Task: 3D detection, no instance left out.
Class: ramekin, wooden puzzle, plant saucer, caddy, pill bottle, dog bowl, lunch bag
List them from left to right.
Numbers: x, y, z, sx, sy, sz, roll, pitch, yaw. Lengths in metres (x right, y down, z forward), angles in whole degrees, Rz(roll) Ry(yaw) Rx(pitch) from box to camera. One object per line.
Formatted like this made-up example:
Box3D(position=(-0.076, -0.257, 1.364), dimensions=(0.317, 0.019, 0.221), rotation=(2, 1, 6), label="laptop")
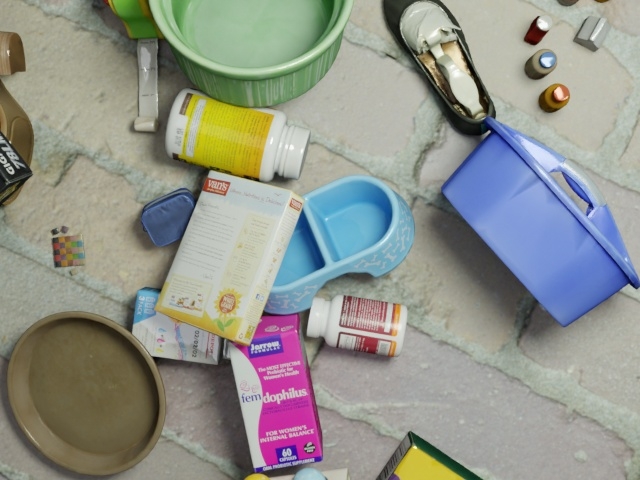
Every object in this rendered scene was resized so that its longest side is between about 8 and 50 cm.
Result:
Box3D(position=(-0.412, 0.016, 1.703), dimensions=(0.049, 0.006, 0.083), rotation=(-5, 91, 2), label="wooden puzzle")
Box3D(position=(-0.370, 0.242, 1.659), dimensions=(0.278, 0.041, 0.278), rotation=(4, 104, 15), label="plant saucer")
Box3D(position=(-0.242, -0.037, 1.667), dimensions=(0.098, 0.065, 0.067), rotation=(-23, 106, 2), label="lunch bag")
Box3D(position=(-0.128, -0.161, 1.631), dimensions=(0.215, 0.117, 0.117), rotation=(15, 92, 2), label="pill bottle")
Box3D(position=(-0.101, -0.351, 1.570), dimensions=(0.303, 0.148, 0.303), rotation=(0, 71, -1), label="ramekin")
Box3D(position=(0.000, 0.000, 1.622), dimensions=(0.297, 0.074, 0.166), rotation=(-24, 65, 3), label="dog bowl")
Box3D(position=(0.058, 0.133, 1.650), dimensions=(0.152, 0.086, 0.086), rotation=(10, 92, 2), label="pill bottle")
Box3D(position=(0.336, -0.035, 1.559), dimensions=(0.179, 0.241, 0.341), rotation=(-42, 90, 7), label="caddy")

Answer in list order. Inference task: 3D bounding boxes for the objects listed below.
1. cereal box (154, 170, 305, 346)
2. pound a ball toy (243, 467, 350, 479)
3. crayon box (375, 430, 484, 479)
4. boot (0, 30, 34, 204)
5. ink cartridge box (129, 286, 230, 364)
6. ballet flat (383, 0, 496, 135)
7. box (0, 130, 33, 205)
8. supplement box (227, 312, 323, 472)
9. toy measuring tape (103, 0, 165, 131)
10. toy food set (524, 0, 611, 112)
Box3D(position=(-0.139, 0.023, 1.579), dimensions=(0.173, 0.047, 0.240), rotation=(17, 81, 36), label="cereal box")
Box3D(position=(-0.109, 0.408, 1.591), dimensions=(0.319, 0.208, 0.135), rotation=(-8, 102, 5), label="pound a ball toy")
Box3D(position=(0.173, 0.545, 1.650), dimensions=(0.313, 0.106, 0.363), rotation=(34, 93, 0), label="crayon box")
Box3D(position=(-0.585, -0.199, 1.658), dimensions=(0.220, 0.109, 0.283), rotation=(0, 103, 10), label="boot")
Box3D(position=(-0.207, 0.139, 1.671), dimensions=(0.181, 0.061, 0.104), rotation=(7, 92, 2), label="ink cartridge box")
Box3D(position=(0.195, -0.294, 1.626), dimensions=(0.095, 0.096, 0.280), rotation=(-34, 90, 3), label="ballet flat")
Box3D(position=(-0.635, -0.133, 1.618), dimensions=(0.295, 0.073, 0.293), rotation=(-36, 93, 29), label="box")
Box3D(position=(-0.069, 0.235, 1.626), dimensions=(0.111, 0.114, 0.220), rotation=(-11, 101, 2), label="supplement box")
Box3D(position=(-0.289, -0.339, 1.628), dimensions=(0.121, 0.121, 0.330), rotation=(2, 91, 2), label="toy measuring tape")
Box3D(position=(0.387, -0.323, 1.613), dimensions=(0.111, 0.104, 0.232), rotation=(29, 93, 1), label="toy food set")
